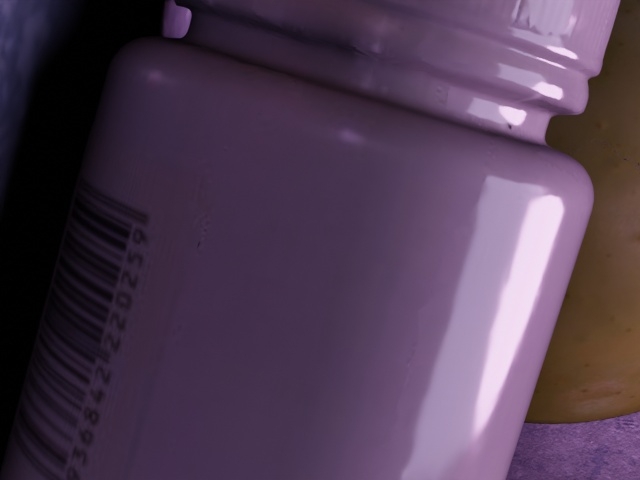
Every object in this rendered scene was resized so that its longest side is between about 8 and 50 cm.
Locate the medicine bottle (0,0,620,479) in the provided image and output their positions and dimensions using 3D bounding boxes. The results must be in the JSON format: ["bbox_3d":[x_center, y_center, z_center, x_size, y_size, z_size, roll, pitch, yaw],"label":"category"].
[{"bbox_3d":[0.000,0.000,0.512,0.208,0.208,0.339,-18,125,-78],"label":"medicine bottle"}]

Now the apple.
[{"bbox_3d":[0.150,-0.035,0.885,0.357,0.357,0.357,17,90,-80],"label":"apple"}]
